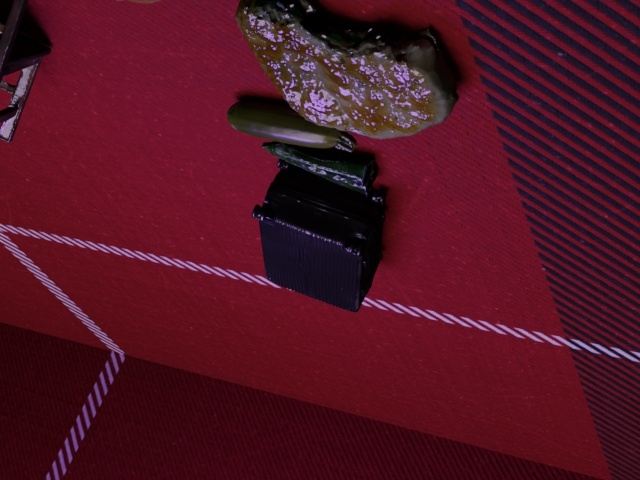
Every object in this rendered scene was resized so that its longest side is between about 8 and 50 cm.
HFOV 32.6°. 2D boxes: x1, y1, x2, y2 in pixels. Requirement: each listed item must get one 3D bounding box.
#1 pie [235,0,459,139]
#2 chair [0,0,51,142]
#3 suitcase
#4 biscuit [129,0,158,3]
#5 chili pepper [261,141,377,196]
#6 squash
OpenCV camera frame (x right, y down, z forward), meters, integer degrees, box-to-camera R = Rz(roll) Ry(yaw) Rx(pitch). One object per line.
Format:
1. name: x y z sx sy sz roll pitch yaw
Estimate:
1. pie: 0.037 -0.266 1.715 0.371 0.078 0.296 22 154 8
2. chair: -0.617 -0.376 1.992 0.203 0.416 0.240 27 -161 -1
3. suitcase: 0.000 0.000 2.179 0.230 0.152 0.335 21 155 11
4. biscuit: -0.311 -0.430 1.766 0.140 0.023 0.118 13 153 25
5. chili pepper: -0.007 -0.145 2.018 0.227 0.059 0.088 18 159 18
6. squash: -0.056 -0.204 1.933 0.252 0.066 0.066 13 153 21
